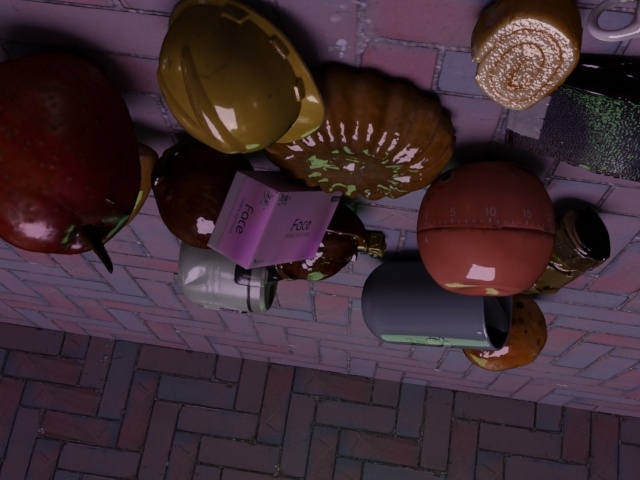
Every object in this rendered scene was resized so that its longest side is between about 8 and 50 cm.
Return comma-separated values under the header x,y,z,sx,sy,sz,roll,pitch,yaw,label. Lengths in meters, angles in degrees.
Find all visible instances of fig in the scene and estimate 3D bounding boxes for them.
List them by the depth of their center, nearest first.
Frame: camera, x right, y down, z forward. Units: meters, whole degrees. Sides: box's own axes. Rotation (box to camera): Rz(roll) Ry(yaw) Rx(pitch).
x,y,z,sx,sy,sz,roll,pitch,yaw,label
-0.212,-0.089,1.392,0.205,0.205,0.205,8,160,3,fig

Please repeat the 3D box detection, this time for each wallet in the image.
x,y,z,sx,sy,sz,roll,pitch,yaw,label
0.395,-0.168,1.073,0.262,0.071,0.221,14,163,14,wallet

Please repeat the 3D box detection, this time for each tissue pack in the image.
x,y,z,sx,sy,sz,roll,pitch,yaw,label
-0.072,-0.038,1.348,0.092,0.148,0.246,30,-164,21,tissue pack

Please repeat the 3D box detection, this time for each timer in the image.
x,y,z,sx,sy,sz,roll,pitch,yaw,label
0.274,-0.020,1.290,0.230,0.215,0.229,4,168,1,timer

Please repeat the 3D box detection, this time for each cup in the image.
x,y,z,sx,sy,sz,roll,pitch,yaw,label
0.263,0.144,1.765,0.312,0.205,0.205,-3,156,31,cup

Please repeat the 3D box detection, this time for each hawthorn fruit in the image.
x,y,z,sx,sy,sz,roll,pitch,yaw,label
-0.400,-0.103,1.180,0.285,0.369,0.285,-26,162,-9,hawthorn fruit

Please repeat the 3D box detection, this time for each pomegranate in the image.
x,y,z,sx,sy,sz,roll,pitch,yaw,label
0.442,0.223,1.883,0.215,0.215,0.215,8,160,3,pomegranate

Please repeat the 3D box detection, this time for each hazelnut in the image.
x,y,z,sx,sy,sz,roll,pitch,yaw,label
-0.007,0.000,1.547,0.170,0.160,0.202,-18,-178,-38,hazelnut

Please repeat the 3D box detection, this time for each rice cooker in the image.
x,y,z,sx,sy,sz,roll,pitch,yaw,label
-0.181,0.047,1.688,0.244,0.226,0.226,5,159,6,rice cooker

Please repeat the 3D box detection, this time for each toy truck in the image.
x,y,z,sx,sy,sz,roll,pitch,yaw,label
0.102,0.007,1.694,0.083,0.049,0.054,6,158,14,toy truck

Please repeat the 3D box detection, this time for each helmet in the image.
x,y,z,sx,sy,sz,roll,pitch,yaw,label
-0.128,-0.191,1.040,0.205,0.140,0.257,-17,124,46,helmet

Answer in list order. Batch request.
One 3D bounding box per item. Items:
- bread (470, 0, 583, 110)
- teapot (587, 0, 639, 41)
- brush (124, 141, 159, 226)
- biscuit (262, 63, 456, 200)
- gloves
x,y,z,sx,sy,sz,roll,pitch,yaw,label
0.245,-0.236,0.934,0.122,0.073,0.149,28,147,-9,bread
0.403,-0.248,0.820,0.226,0.092,0.145,1,155,25,teapot
-0.423,-0.106,1.408,0.267,0.174,0.166,-26,170,41,brush
0.048,-0.153,1.228,0.326,0.107,0.326,11,158,5,biscuit
0.402,0.033,1.496,0.154,0.141,0.331,17,158,-24,gloves
